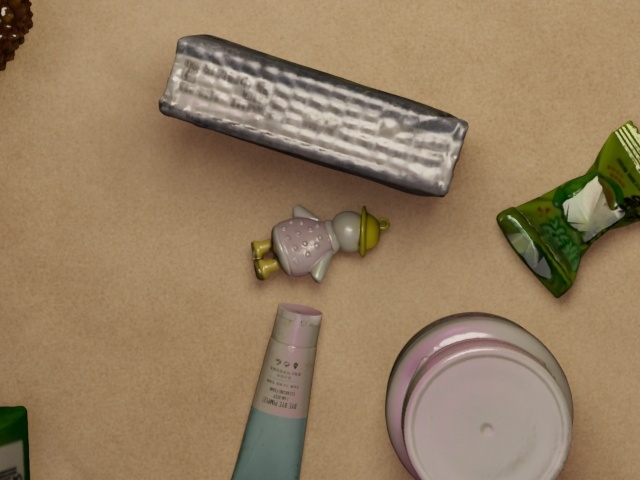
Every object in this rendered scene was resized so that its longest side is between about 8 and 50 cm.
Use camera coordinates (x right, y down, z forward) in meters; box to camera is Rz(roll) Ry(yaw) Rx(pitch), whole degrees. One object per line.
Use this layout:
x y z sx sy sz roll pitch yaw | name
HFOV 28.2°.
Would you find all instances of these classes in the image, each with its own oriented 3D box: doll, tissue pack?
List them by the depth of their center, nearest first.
-0.001 -0.168 1.745 0.394 0.288 0.124 18 94 2 | tissue pack
0.000 0.000 1.852 0.207 0.081 0.129 -15 65 -1 | doll

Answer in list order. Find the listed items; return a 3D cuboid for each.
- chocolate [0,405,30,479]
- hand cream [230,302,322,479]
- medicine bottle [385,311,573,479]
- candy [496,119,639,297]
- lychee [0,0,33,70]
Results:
-0.598 0.427 1.843 0.341 0.161 0.360 -2 91 10 | chocolate
-0.057 0.251 1.878 0.111 0.070 0.312 13 100 1 | hand cream
0.214 0.230 1.722 0.256 0.325 0.256 0 90 4 | medicine bottle
0.390 -0.044 1.835 0.246 0.069 0.149 -37 84 8 | candy
-0.542 -0.327 1.803 0.267 0.267 0.267 0 91 3 | lychee
